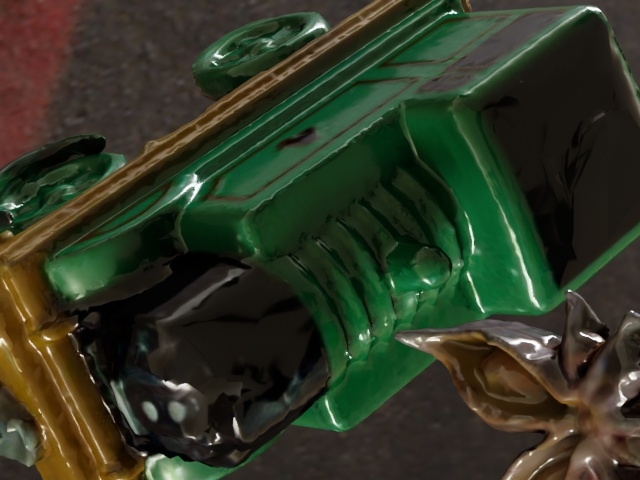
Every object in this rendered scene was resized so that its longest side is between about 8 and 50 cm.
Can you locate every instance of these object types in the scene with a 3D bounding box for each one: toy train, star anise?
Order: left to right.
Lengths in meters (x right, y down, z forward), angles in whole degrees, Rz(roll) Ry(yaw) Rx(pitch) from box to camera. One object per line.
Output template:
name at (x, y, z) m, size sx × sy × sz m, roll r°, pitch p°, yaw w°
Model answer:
toy train at (0.000, 0.000, 0.974) m, size 0.429 × 0.249 × 0.178 m, roll -37°, pitch 114°, yaw -32°
star anise at (0.172, 0.041, 0.839) m, size 0.227 × 0.148 × 0.219 m, roll -7°, pitch 128°, yaw -36°
